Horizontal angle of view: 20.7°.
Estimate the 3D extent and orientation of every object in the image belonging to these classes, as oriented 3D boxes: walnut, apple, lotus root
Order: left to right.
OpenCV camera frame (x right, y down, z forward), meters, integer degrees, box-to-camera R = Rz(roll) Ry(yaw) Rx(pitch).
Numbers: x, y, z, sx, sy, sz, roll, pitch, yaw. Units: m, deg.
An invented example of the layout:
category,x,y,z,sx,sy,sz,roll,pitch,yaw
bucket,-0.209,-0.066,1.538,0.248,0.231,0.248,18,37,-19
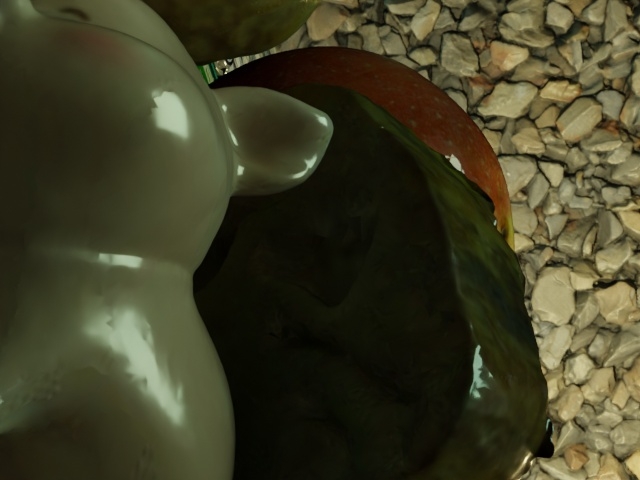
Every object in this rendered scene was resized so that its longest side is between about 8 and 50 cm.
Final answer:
category,x,y,z,sx,sy,sz,roll,pitch,yaw
walnut,-0.105,-0.253,1.473,0.257,0.257,0.224,71,9,-53
lotus root,-0.045,0.099,1.019,0.111,0.375,0.390,23,86,-43
apple,0.000,0.000,1.556,0.277,0.348,0.348,-9,87,-54

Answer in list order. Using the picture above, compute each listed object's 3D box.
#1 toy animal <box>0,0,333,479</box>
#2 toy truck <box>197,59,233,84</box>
category,x,y,z,sx,sy,sz,roll,pitch,yaw
toy animal,-0.133,0.025,0.881,0.269,0.237,0.326,-65,149,-54
toy truck,-0.139,-0.147,1.685,0.124,0.114,0.253,-75,157,-47
